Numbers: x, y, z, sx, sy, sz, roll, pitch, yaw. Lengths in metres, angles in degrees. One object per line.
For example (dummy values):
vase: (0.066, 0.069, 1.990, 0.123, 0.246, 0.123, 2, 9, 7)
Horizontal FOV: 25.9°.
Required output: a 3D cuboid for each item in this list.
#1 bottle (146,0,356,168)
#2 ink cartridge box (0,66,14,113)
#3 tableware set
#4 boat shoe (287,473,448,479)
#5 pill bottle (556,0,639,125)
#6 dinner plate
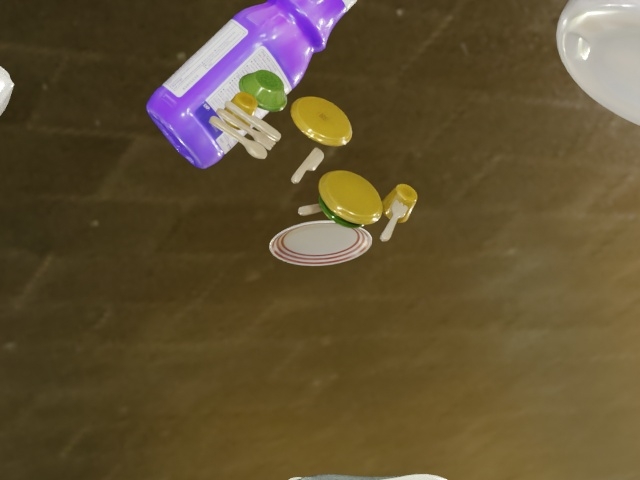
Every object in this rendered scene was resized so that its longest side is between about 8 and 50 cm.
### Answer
bottle: (-0.077, -0.217, 1.674, 0.283, 0.092, 0.118, -45, 147, -7)
ink cartridge box: (-0.403, -0.100, 1.264, 0.212, 0.154, 0.093, -58, -171, -20)
tableware set: (-0.002, -0.058, 0.968, 0.024, 0.154, 0.104, -57, 179, 40)
boat shoe: (0.066, 0.339, 1.720, 0.319, 0.116, 0.099, 14, 170, -40)
pill bottle: (0.320, -0.238, 1.122, 0.283, 0.160, 0.160, -57, 165, -21)
dinner plate: (0.000, 0.000, 1.918, 0.141, 0.017, 0.141, -2, 155, -1)
